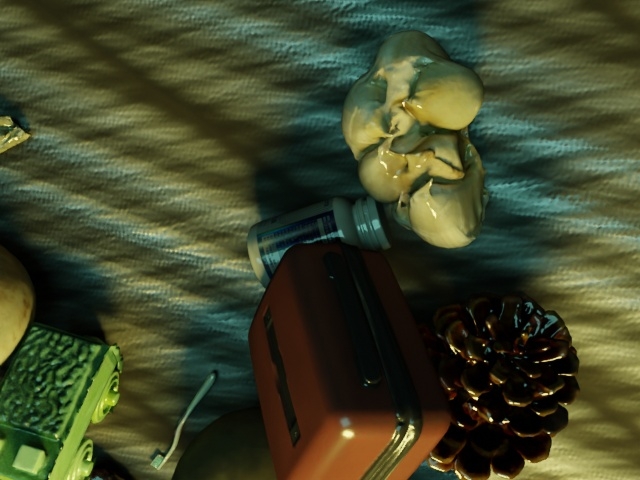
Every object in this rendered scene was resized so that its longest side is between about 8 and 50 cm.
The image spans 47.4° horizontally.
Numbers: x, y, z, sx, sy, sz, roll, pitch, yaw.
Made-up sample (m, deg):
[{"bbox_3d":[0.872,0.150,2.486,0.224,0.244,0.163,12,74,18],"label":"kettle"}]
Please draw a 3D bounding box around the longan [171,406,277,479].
[{"bbox_3d":[-0.069,0.406,1.041,0.288,0.288,0.350,-17,110,13],"label":"longan"}]

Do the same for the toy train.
[{"bbox_3d":[-0.404,0.259,1.091,0.159,0.188,0.272,17,62,4],"label":"toy train"}]

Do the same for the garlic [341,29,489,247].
[{"bbox_3d":[0.115,-0.131,0.957,0.184,0.203,0.281,5,104,27],"label":"garlic"}]

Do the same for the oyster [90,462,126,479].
[{"bbox_3d":[-0.419,0.541,1.224,0.361,0.096,0.221,-42,83,12],"label":"oyster"}]

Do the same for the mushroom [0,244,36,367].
[{"bbox_3d":[-0.583,0.135,1.087,0.297,0.297,0.290,17,113,8],"label":"mushroom"}]

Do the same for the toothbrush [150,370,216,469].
[{"bbox_3d":[-0.219,0.293,1.180,0.022,0.017,0.204,29,105,-15],"label":"toothbrush"}]

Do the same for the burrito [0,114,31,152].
[{"bbox_3d":[-0.567,-0.149,1.153,0.229,0.058,0.063,-14,94,14],"label":"burrito"}]

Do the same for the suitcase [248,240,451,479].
[{"bbox_3d":[0.022,0.167,0.925,0.161,0.297,0.236,6,133,-24],"label":"suitcase"}]

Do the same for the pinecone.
[{"bbox_3d":[0.220,0.184,0.946,0.246,0.292,0.246,3,62,-6],"label":"pinecone"}]

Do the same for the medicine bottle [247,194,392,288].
[{"bbox_3d":[0.000,0.000,1.043,0.191,0.107,0.107,-18,95,13],"label":"medicine bottle"}]
